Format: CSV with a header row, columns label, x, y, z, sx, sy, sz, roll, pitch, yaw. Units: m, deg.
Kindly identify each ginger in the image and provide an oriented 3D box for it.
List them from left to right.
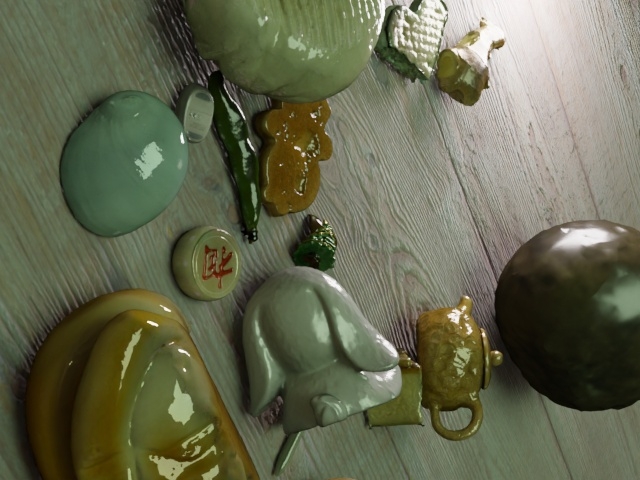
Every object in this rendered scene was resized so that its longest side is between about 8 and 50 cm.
label,x,y,z,sx,sy,sz,roll,pitch,yaw
ginger,0.337,-0.388,2.367,0.131,0.086,0.294,51,44,-6

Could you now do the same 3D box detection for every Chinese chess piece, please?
label,x,y,z,sx,sy,sz,roll,pitch,yaw
Chinese chess piece,-0.181,0.037,1.769,0.122,0.051,0.122,4,85,-49

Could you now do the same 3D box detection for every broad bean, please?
label,x,y,z,sx,sy,sz,roll,pitch,yaw
broad bean,-0.134,-0.142,1.839,0.060,0.043,0.297,-25,109,-37

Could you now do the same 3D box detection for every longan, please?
label,x,y,z,sx,sy,sz,roll,pitch,yaw
longan,0.585,0.149,2.384,0.404,0.404,0.435,-54,127,-36

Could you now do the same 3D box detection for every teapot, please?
label,x,y,z,sx,sy,sz,roll,pitch,yaw
teapot,0.271,0.241,2.142,0.203,0.167,0.311,84,5,-54

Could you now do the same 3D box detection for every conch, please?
label,x,y,z,sx,sy,sz,roll,pitch,yaw
conch,-0.285,-0.114,1.625,0.185,0.121,0.221,13,82,-18

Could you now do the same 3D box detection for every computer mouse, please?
label,x,y,z,sx,sy,sz,roll,pitch,yaw
computer mouse,-0.205,-0.203,1.763,0.066,0.039,0.096,16,84,-47

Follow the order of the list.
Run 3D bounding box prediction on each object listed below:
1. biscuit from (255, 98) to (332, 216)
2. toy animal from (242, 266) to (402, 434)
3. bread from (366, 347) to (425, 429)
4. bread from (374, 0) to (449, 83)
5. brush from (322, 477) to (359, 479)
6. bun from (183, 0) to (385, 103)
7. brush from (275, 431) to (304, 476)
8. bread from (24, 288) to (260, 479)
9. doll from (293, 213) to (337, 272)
label,x,y,z,sx,sy,sz,roll,pitch,yaw
biscuit,-0.050,-0.158,1.941,0.184,0.035,0.248,18,75,-46
toy animal,-0.012,0.171,1.837,0.206,0.272,0.265,-14,86,-74
bread,0.151,0.276,2.110,0.152,0.127,0.147,-17,102,-66
bread,0.185,-0.396,2.201,0.232,0.064,0.172,-35,114,-43
brush,0.055,0.517,1.857,0.174,0.267,0.166,-30,107,-34
bun,-0.073,-0.379,1.788,0.365,0.219,0.365,19,59,-34
brush,-0.013,0.284,1.961,0.039,0.042,0.299,54,52,-40
bread,-0.216,0.273,1.570,0.329,0.245,0.424,-39,113,-43
doll,0.007,0.000,1.968,0.078,0.077,0.113,48,53,-25
